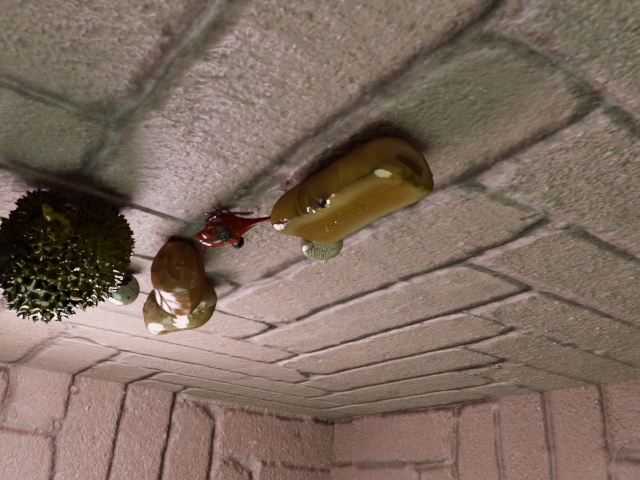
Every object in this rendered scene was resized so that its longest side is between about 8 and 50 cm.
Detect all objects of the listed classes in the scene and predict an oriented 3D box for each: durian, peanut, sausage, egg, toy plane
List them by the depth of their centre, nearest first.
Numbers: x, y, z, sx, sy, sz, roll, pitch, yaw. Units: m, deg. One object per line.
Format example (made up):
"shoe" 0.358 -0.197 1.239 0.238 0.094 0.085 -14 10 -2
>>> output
"durian" -0.477 0.029 1.164 0.292 0.258 0.258 -28 142 32
"toy plane" -0.145 -0.027 1.174 0.194 0.077 0.126 -5 165 -1
"sausage" -0.317 0.090 1.393 0.120 0.136 0.241 2 161 -11
"egg" -0.496 0.114 1.528 0.085 0.085 0.110 -11 139 31
"peanut" -0.358 0.170 1.586 0.253 0.122 0.137 -12 144 28

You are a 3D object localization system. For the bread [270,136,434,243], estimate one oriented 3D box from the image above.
"bread" 0.044 -0.076 0.996 0.141 0.091 0.305 12 156 -34

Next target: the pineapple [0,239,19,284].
"pineapple" -0.676 -0.032 0.998 0.361 0.202 0.202 29 154 1

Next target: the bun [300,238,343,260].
"bun" 0.000 0.000 1.225 0.086 0.055 0.086 -5 146 -3
